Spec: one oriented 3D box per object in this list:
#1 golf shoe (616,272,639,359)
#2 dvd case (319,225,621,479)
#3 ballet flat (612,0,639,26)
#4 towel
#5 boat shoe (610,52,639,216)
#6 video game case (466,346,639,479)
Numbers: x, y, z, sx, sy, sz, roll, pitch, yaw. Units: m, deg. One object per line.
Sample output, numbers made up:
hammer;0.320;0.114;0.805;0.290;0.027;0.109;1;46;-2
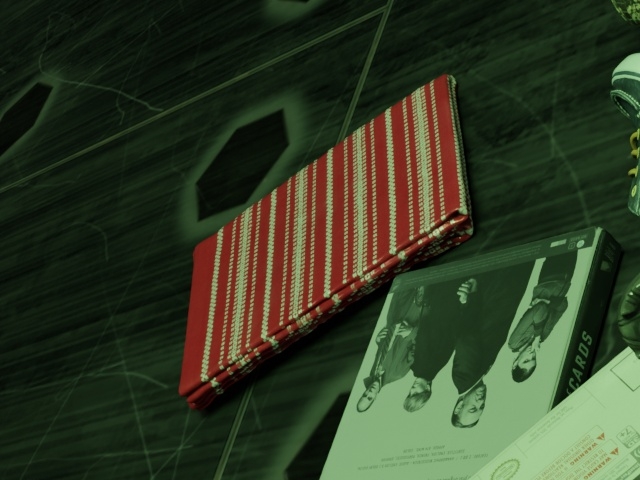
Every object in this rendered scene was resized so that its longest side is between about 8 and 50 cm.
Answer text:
golf shoe;0.221;0.013;0.730;0.198;0.077;0.094;-18;10;-17
dvd case;0.079;0.108;0.906;0.179;0.029;0.239;-15;44;46
ballet flat;0.273;-0.169;0.806;0.164;0.182;0.483;-52;29;-1
towel;0.000;0.000;1.146;0.275;0.031;0.199;-34;30;23
boat shoe;0.204;-0.048;0.878;0.083;0.065;0.183;-46;30;3
video game case;0.153;0.149;0.704;0.232;0.042;0.210;-40;31;0
